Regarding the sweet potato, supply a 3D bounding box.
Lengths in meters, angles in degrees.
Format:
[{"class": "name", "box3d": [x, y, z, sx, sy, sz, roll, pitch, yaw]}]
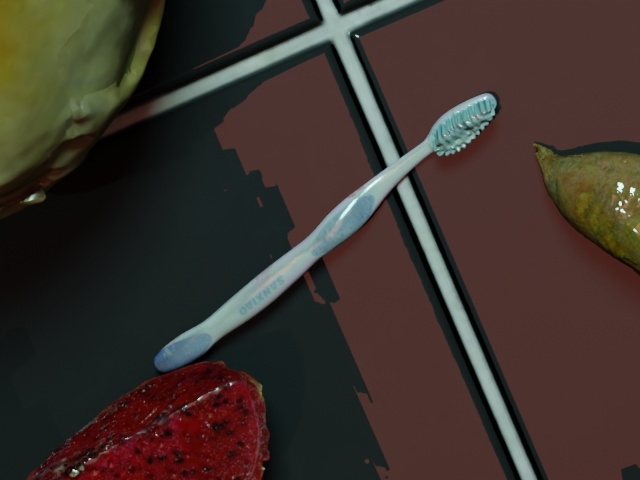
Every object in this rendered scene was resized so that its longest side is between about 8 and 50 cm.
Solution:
[{"class": "sweet potato", "box3d": [0.216, 0.005, 0.974, 0.226, 0.068, 0.068, 29, 103, 5]}]

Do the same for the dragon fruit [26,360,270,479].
[{"class": "dragon fruit", "box3d": [-0.096, 0.144, 1.055, 0.162, 0.083, 0.106, -32, 111, -3]}]

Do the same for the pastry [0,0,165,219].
[{"class": "pastry", "box3d": [-0.263, -0.196, 0.941, 0.410, 0.245, 0.409, 3, 103, 12]}]

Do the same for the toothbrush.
[{"class": "toothbrush", "box3d": [0.000, 0.000, 1.036, 0.269, 0.027, 0.021, -39, 103, 16]}]
